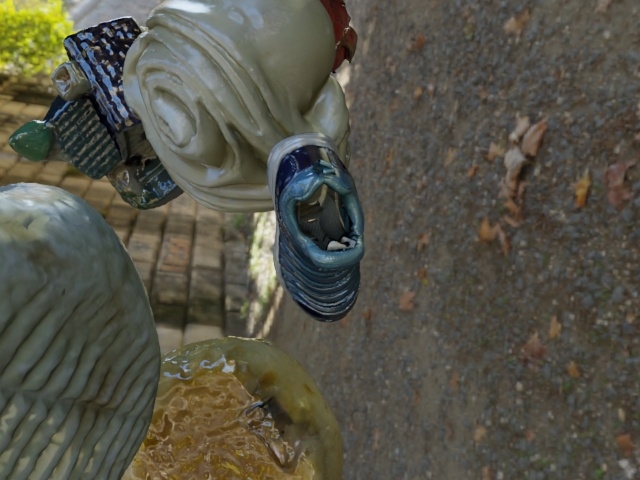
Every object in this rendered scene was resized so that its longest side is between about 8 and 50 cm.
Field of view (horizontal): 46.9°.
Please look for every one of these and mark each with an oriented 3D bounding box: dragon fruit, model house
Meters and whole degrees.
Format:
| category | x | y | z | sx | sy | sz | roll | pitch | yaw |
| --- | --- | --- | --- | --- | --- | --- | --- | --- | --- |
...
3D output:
| category | x | y | z | sx | sy | sz | roll | pitch | yaw |
| --- | --- | --- | --- | --- | --- | --- | --- | --- | --- |
| dragon fruit | -0.045 | -0.366 | 1.154 | 0.148 | 0.223 | 0.219 | 103 | 167 | -50 |
| model house | -0.339 | -0.207 | 1.227 | 0.298 | 0.284 | 0.243 | -37 | 73 | 26 |

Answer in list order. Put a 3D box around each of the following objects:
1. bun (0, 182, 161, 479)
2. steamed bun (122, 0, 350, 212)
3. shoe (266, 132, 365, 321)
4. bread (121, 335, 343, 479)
| category | x | y | z | sx | sy | sz | roll | pitch | yaw |
| --- | --- | --- | --- | --- | --- | --- | --- | --- | --- |
| bun | -0.262 | 0.108 | 0.453 | 0.354 | 0.194 | 0.355 | -41 | -31 | -31 |
| steamed bun | -0.130 | -0.178 | 0.914 | 0.324 | 0.219 | 0.310 | -3 | 105 | 54 |
| shoe | 0.000 | 0.000 | 0.731 | 0.106 | 0.091 | 0.207 | -119 | 18 | -56 |
| bread | -0.090 | 0.212 | 0.778 | 0.134 | 0.244 | 0.245 | -49 | -33 | -84 |
